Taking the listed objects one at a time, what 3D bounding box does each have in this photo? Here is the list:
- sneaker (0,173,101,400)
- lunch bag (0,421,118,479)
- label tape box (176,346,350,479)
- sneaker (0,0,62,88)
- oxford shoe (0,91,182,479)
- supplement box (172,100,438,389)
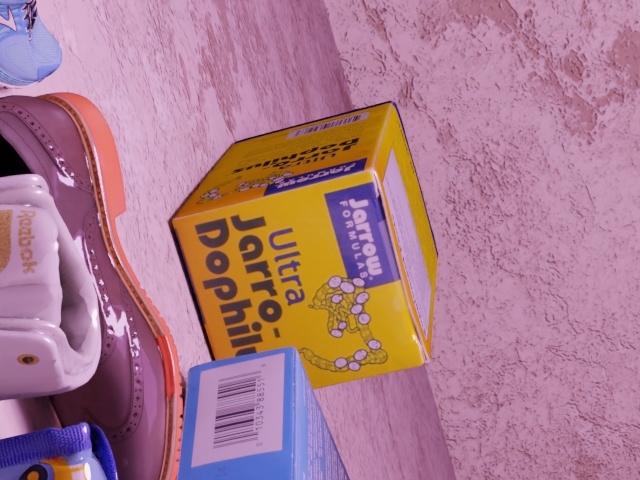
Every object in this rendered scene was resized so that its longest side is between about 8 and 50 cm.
[{"bbox_3d":[-0.185,-0.001,0.511,0.292,0.169,0.108,48,32,-66],"label":"sneaker"},{"bbox_3d":[-0.140,0.208,0.679,0.293,0.138,0.221,102,-23,-83],"label":"lunch bag"},{"bbox_3d":[-0.020,0.294,1.174,0.240,0.106,0.333,-89,163,-52],"label":"label tape box"},{"bbox_3d":[-0.200,-0.152,0.888,0.162,0.073,0.063,56,22,-61],"label":"sneaker"},{"bbox_3d":[-0.162,0.043,0.853,0.098,0.097,0.271,-10,82,-60],"label":"oxford shoe"},{"bbox_3d":[0.000,0.000,1.420,0.356,0.195,0.194,-68,143,-74],"label":"supplement box"}]
